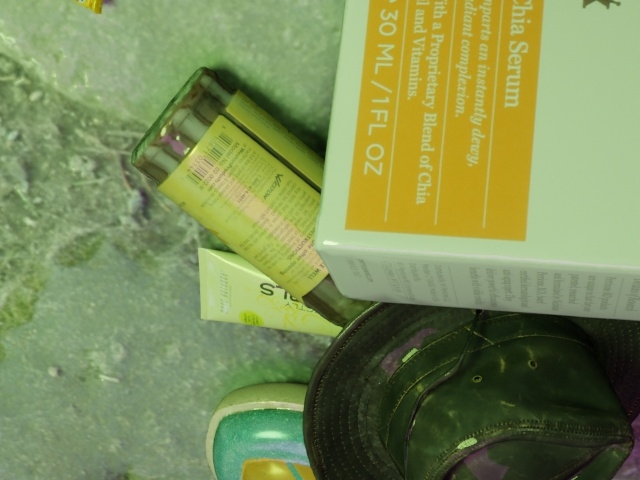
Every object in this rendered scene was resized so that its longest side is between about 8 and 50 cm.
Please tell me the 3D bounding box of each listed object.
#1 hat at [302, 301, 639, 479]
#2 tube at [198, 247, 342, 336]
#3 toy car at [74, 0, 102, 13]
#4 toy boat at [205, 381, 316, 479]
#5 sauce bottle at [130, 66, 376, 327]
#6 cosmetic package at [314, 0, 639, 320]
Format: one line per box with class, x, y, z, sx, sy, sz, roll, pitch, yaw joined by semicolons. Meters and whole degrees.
hat;0.160;0.154;1.136;0.331;0.134;0.331;-10;121;-16
tube;0.004;0.059;1.290;0.240;0.062;0.070;9;91;6
toy car;-0.206;-0.233;1.093;0.040;0.060;0.122;26;129;31
toy boat;0.036;0.214;1.350;0.267;0.148;0.318;35;127;-17
sauce bottle;0.000;0.000;1.181;0.344;0.111;0.111;40;125;-10
cosmetic package;0.238;-0.065;0.999;0.453;0.230;0.161;3;165;9
